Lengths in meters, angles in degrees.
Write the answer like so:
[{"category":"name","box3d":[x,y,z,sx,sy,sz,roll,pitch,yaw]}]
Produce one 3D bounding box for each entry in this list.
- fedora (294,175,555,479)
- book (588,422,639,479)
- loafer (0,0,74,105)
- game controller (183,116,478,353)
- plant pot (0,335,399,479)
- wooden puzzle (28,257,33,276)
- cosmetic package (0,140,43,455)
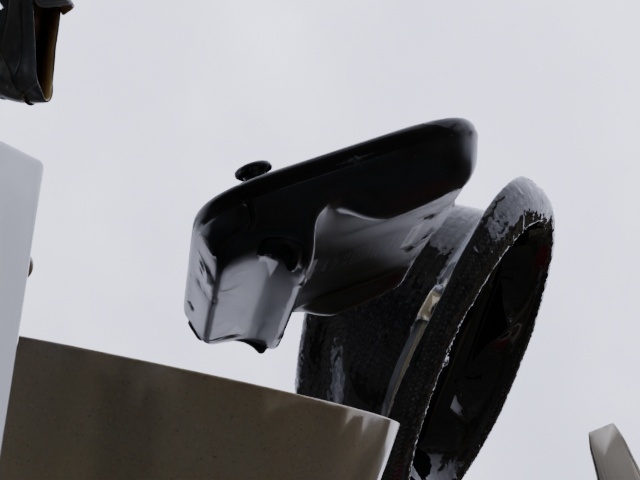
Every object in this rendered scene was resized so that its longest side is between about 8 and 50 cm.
[{"category":"fedora","box3d":[0.078,0.083,1.493,0.152,0.334,0.334,23,-64,22]},{"category":"book","box3d":[0.216,0.195,1.090,0.035,0.096,0.144,-23,-48,11]},{"category":"loafer","box3d":[-0.208,-0.183,1.259,0.061,0.062,0.170,18,-77,20]},{"category":"game controller","box3d":[0.000,0.000,1.036,0.166,0.319,0.067,-27,-99,-12]},{"category":"plant pot","box3d":[-0.110,0.207,0.942,0.256,0.256,0.274,12,-98,4]},{"category":"wooden puzzle","box3d":[-0.417,-0.001,1.582,0.221,0.239,0.044,-2,-102,18]},{"category":"cosmetic package","box3d":[-0.211,0.132,0.461,0.197,0.365,0.155,-21,-34,37]}]
